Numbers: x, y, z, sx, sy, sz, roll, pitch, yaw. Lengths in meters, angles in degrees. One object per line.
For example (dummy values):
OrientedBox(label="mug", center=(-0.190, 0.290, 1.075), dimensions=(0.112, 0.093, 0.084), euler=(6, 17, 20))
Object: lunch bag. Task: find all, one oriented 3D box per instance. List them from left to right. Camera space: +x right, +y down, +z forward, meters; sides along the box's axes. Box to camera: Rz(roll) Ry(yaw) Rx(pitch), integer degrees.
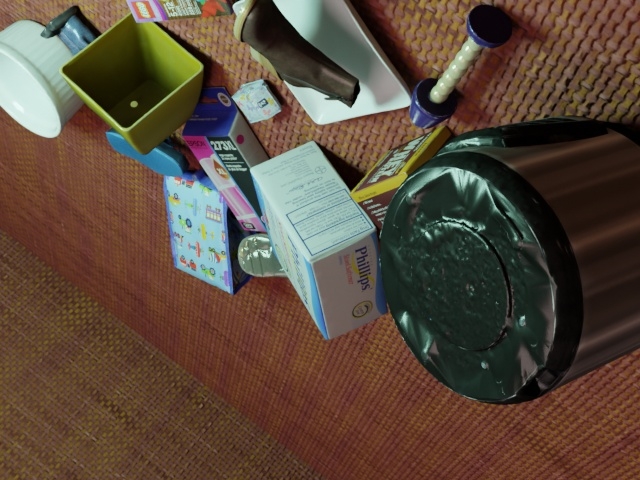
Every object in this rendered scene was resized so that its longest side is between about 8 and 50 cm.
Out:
OrientedBox(label="lunch bag", center=(-0.274, -0.045, 2.478), dimensions=(0.221, 0.138, 0.293), euler=(22, 138, 37))
OrientedBox(label="lunch bag", center=(-0.122, -0.275, 2.010), dimensions=(0.083, 0.053, 0.071), euler=(-7, 128, 44))

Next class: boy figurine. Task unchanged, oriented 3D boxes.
OrientedBox(label="boy figurine", center=(-0.497, -0.383, 2.286), dimensions=(0.285, 0.092, 0.177), euler=(52, 148, -15))

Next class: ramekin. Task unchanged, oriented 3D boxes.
OrientedBox(label="ramekin", center=(-0.688, -0.396, 2.455), dimensions=(0.277, 0.135, 0.277), euler=(30, 151, 19))

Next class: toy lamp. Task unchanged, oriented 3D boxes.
OrientedBox(label="toy lamp", center=(0.209, -0.261, 1.591), dimensions=(0.080, 0.080, 0.274), euler=(40, 150, 1))

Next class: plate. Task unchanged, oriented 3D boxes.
OrientedBox(label="plate", center=(0.008, -0.334, 1.766), dimensions=(0.277, 0.045, 0.278), euler=(-4, 129, 53))

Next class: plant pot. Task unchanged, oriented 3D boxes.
OrientedBox(label="plant pot", center=(-0.375, -0.304, 2.110), dimensions=(0.212, 0.212, 0.187), euler=(42, 162, 18))

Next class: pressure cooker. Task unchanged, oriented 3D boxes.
OrientedBox(label="pressure cooker", center=(0.341, 0.015, 1.492), dimensions=(0.370, 0.421, 0.375), euler=(49, 138, 32))

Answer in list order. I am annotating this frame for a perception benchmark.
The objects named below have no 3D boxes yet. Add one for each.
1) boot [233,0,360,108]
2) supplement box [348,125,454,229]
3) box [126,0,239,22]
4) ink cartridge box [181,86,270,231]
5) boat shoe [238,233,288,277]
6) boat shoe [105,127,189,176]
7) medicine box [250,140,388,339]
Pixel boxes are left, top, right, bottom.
OrientedBox(label="boot", center=(-0.028, -0.311, 1.668), dimensions=(0.207, 0.090, 0.248), euler=(28, 173, 9))
OrientedBox(label="supplement box", center=(0.195, -0.072, 1.823), dimensions=(0.194, 0.129, 0.191), euler=(48, 152, -13))
OrientedBox(label="box", center=(-0.280, -0.520, 1.773), dimensions=(0.201, 0.057, 0.293), euler=(1, 137, 22))
OrientedBox(label="ink cartridge box", center=(-0.185, -0.170, 2.237), dimensions=(0.176, 0.069, 0.371), euler=(6, 135, 48))
OrientedBox(label="boat shoe", center=(-0.023, 0.042, 2.298), dimensions=(0.325, 0.123, 0.116), euler=(13, -172, 21))
OrientedBox(label="boat shoe", center=(-0.396, -0.233, 2.382), dimensions=(0.258, 0.089, 0.109), euler=(29, 149, 28))
OrientedBox(label="medicine box", center=(0.000, 0.000, 2.035), dimensions=(0.289, 0.149, 0.263), euler=(58, 167, 40))
